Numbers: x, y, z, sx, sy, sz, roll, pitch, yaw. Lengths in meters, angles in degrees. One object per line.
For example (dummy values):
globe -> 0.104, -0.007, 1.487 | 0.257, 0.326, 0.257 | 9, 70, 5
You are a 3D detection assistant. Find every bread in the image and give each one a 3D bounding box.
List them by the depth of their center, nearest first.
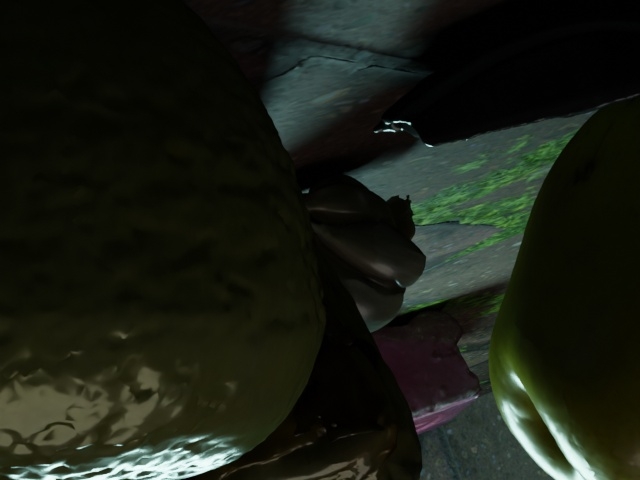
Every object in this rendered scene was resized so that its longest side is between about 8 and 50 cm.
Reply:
bread -> -0.155, 0.010, 0.759 | 0.321, 0.237, 0.320 | -11, 162, -4
bread -> -0.118, 0.059, 1.006 | 0.277, 0.324, 0.167 | -25, 134, 2

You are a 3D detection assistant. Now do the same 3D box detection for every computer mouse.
computer mouse -> 0.141, -0.114, 1.070 | 0.231, 0.071, 0.126 | -13, -175, 21

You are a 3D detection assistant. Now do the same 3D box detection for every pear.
pear -> 0.333, 0.037, 1.302 | 0.418, 0.362, 0.362 | -33, 169, -6

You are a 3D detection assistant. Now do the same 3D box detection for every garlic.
garlic -> 0.000, 0.000, 1.271 | 0.131, 0.127, 0.194 | -20, 149, 24

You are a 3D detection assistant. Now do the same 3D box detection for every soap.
soap -> 0.071, 0.203, 2.225 | 0.233, 0.128, 0.359 | -18, 169, -6
